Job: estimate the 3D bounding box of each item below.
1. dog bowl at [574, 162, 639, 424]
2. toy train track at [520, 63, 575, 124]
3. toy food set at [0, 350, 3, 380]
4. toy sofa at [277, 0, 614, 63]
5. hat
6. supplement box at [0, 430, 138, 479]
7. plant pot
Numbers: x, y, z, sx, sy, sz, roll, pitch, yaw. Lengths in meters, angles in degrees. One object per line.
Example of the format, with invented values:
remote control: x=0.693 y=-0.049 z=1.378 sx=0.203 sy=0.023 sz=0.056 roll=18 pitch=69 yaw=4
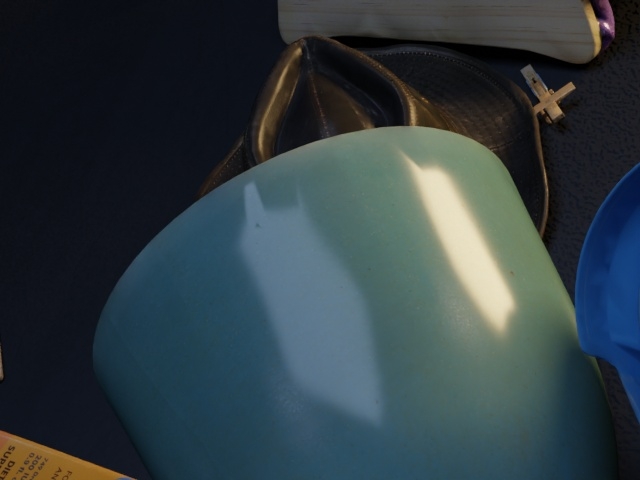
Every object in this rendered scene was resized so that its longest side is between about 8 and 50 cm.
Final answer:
dog bowl: x=0.221 y=0.096 z=0.784 sx=0.166 sy=0.074 sz=0.297 roll=-16 pitch=77 yaw=42
toy train track: x=0.179 y=-0.116 z=1.301 sx=0.048 sy=0.014 sz=0.083 roll=-33 pitch=35 yaw=9
toy food set: x=-0.384 y=0.094 z=1.396 sx=0.218 sy=0.071 sz=0.128 roll=-21 pitch=42 yaw=12
toy sofa: x=0.118 y=-0.268 z=1.408 sx=0.362 sy=0.177 sz=0.150 roll=8 pitch=30 yaw=36
hat: x=0.013 y=-0.068 z=1.245 sx=0.331 sy=0.134 sz=0.331 roll=-15 pitch=46 yaw=16
supplement box: x=-0.159 y=0.205 z=1.148 sx=0.233 sy=0.080 sz=0.078 roll=12 pitch=60 yaw=36
plant pot: x=0.040 y=0.118 z=0.970 sx=0.293 sy=0.293 sz=0.235 roll=-30 pitch=57 yaw=3
